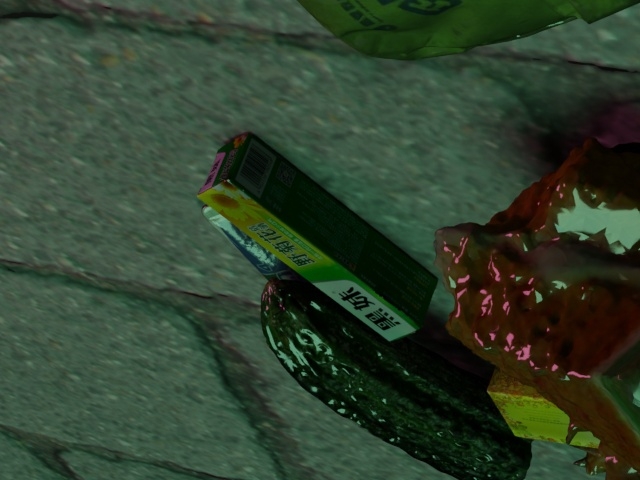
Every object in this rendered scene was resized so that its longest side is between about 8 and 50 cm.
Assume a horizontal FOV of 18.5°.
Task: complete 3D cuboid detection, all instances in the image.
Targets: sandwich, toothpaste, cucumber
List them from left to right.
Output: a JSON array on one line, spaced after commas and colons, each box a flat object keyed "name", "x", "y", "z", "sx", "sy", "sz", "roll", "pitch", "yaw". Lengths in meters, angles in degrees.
[{"name": "toothpaste", "x": -0.010, "y": 0.030, "z": 1.372, "sx": 0.057, "sy": 0.035, "sz": 0.197, "roll": -17, "pitch": 134, "yaw": 26}, {"name": "toothpaste", "x": 0.000, "y": 0.000, "z": 1.295, "sx": 0.178, "sy": 0.043, "sz": 0.037, "roll": 38, "pitch": 140, "yaw": -25}, {"name": "cucumber", "x": 0.054, "y": 0.105, "z": 1.377, "sx": 0.265, "sy": 0.077, "sz": 0.077, "roll": 29, "pitch": 154, "yaw": -31}, {"name": "sandwich", "x": 0.194, "y": 0.054, "z": 1.058, "sx": 0.301, "sy": 0.162, "sz": 0.250, "roll": 17, "pitch": 118, "yaw": 24}]

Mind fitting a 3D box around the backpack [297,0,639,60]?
[{"name": "backpack", "x": 0.084, "y": -0.179, "z": 0.771, "sx": 0.253, "sy": 0.140, "sz": 0.207, "roll": -28, "pitch": 128, "yaw": 24}]

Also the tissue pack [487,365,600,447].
[{"name": "tissue pack", "x": 0.203, "y": 0.079, "z": 1.225, "sx": 0.176, "sy": 0.095, "sz": 0.062, "roll": 6, "pitch": 149, "yaw": 31}]

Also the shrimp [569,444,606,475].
[{"name": "shrimp", "x": 0.216, "y": 0.117, "z": 1.331, "sx": 0.132, "sy": 0.052, "sz": 0.187, "roll": 31, "pitch": 148, "yaw": -23}]
